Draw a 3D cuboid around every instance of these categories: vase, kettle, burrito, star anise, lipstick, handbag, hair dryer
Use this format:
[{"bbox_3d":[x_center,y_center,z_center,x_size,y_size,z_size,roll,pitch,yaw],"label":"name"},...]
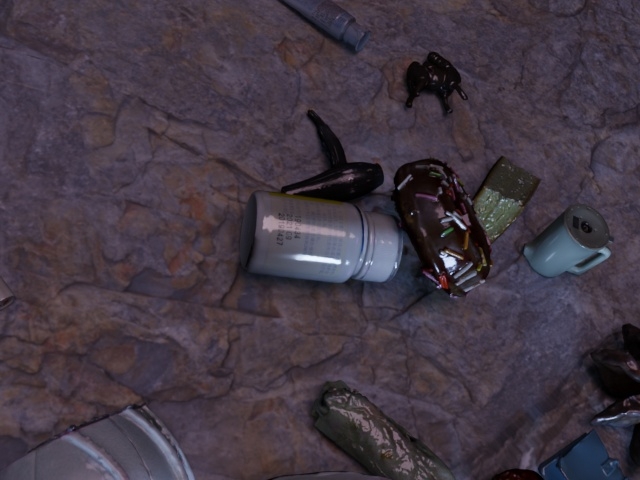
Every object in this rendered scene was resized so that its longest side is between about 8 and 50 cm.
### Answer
[{"bbox_3d":[-0.230,0.445,0.864,0.250,0.250,0.445,-20,77,-27],"label":"vase"},{"bbox_3d":[0.487,0.005,1.388,0.126,0.148,0.098,-8,66,-22],"label":"kettle"},{"bbox_3d":[0.117,0.339,1.132,0.309,0.066,0.096,41,63,3],"label":"burrito"},{"bbox_3d":[0.639,0.300,1.315,0.331,0.117,0.332,11,56,-17],"label":"star anise"},{"bbox_3d":[-0.509,0.044,1.065,0.038,0.038,0.131,-35,81,-31],"label":"lipstick"},{"bbox_3d":[0.489,0.452,1.221,0.144,0.057,0.221,-20,71,-34],"label":"handbag"},{"bbox_3d":[-0.001,-0.164,1.356,0.195,0.075,0.219,-13,59,-15],"label":"hair dryer"}]

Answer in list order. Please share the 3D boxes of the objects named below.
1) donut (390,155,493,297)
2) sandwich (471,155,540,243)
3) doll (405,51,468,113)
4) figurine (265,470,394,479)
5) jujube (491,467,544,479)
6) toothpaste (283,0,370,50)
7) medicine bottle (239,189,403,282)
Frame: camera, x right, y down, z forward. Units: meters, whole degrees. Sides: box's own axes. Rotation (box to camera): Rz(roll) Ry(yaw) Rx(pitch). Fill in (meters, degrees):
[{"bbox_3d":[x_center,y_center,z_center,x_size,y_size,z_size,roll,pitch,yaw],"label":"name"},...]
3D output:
[{"bbox_3d":[0.221,-0.027,1.260,0.270,0.103,0.270,47,28,-35],"label":"donut"},{"bbox_3d":[0.365,-0.092,1.427,0.094,0.096,0.258,35,55,6],"label":"sandwich"},{"bbox_3d":[0.243,-0.349,1.531,0.139,0.057,0.165,5,54,-16],"label":"doll"},{"bbox_3d":[0.009,0.484,0.904,0.231,0.323,0.340,3,80,-46],"label":"figurine"},{"bbox_3d":[0.329,0.467,1.095,0.168,0.168,0.236,4,53,-19],"label":"jujube"},{"bbox_3d":[0.001,-0.491,1.517,0.234,0.057,0.089,39,56,9],"label":"toothpaste"},{"bbox_3d":[0.000,0.000,1.214,0.258,0.143,0.143,9,62,-16],"label":"medicine bottle"}]
